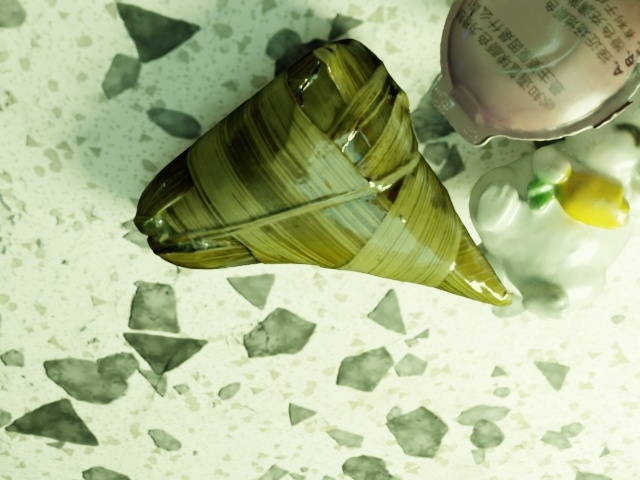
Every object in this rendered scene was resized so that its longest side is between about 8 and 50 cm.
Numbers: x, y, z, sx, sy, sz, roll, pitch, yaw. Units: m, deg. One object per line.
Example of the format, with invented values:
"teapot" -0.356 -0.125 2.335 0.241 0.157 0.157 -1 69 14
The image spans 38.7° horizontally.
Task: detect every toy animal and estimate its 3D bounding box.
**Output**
"toy animal" 0.265 -0.079 0.832 0.208 0.154 0.325 23 104 7

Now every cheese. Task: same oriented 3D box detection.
"cheese" 0.212 -0.193 0.745 0.286 0.189 0.074 -43 154 9

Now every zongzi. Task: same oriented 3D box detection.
"zongzi" 0.000 0.000 0.851 0.286 0.134 0.288 -33 99 26
